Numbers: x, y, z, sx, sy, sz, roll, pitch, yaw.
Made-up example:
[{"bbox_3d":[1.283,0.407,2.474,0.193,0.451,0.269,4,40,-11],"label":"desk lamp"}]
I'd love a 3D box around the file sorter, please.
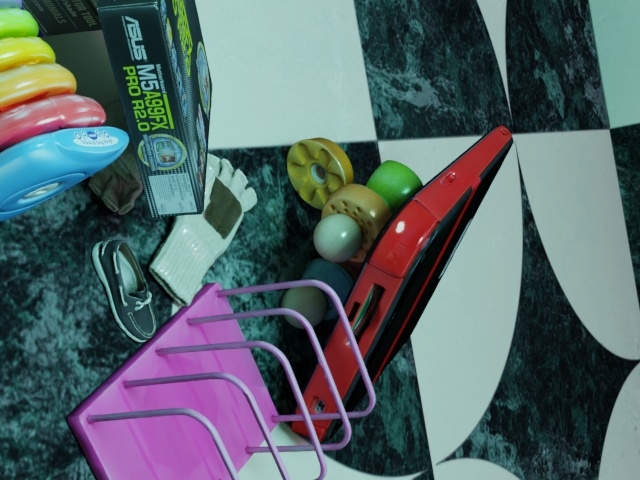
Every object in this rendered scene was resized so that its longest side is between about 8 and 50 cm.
[{"bbox_3d":[-0.090,0.193,1.417,0.291,0.182,0.202,-46,120,-51],"label":"file sorter"}]

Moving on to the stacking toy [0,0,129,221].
[{"bbox_3d":[-0.324,-0.181,1.221,0.302,0.165,0.175,66,24,4],"label":"stacking toy"}]

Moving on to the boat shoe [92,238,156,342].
[{"bbox_3d":[-0.207,0.055,1.406,0.046,0.038,0.125,-41,116,-52],"label":"boat shoe"}]

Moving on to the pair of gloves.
[{"bbox_3d":[-0.172,-0.072,1.487,0.240,0.042,0.204,58,39,-28],"label":"pair of gloves"}]

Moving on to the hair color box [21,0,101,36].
[{"bbox_3d":[-0.260,-0.405,1.360,0.185,0.110,0.339,58,36,-48],"label":"hair color box"}]

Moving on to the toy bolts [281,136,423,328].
[{"bbox_3d":[0.000,0.000,1.657,0.158,0.218,0.228,-33,143,-41],"label":"toy bolts"}]

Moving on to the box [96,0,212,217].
[{"bbox_3d":[-0.164,-0.192,1.318,0.216,0.060,0.270,-91,175,-46],"label":"box"}]

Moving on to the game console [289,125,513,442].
[{"bbox_3d":[0.102,0.057,1.640,0.342,0.060,0.386,-46,164,-52],"label":"game console"}]
